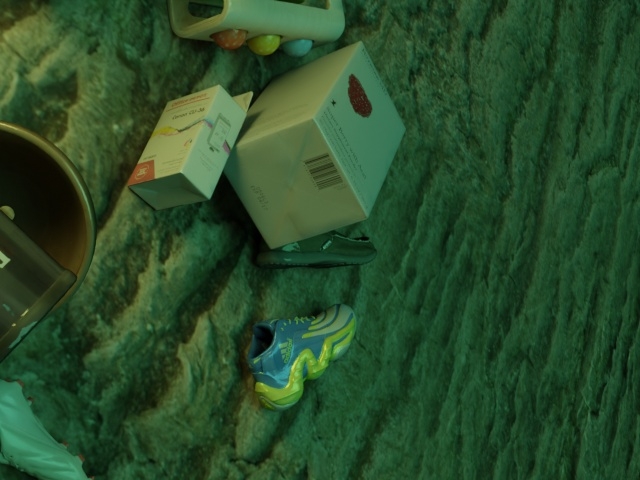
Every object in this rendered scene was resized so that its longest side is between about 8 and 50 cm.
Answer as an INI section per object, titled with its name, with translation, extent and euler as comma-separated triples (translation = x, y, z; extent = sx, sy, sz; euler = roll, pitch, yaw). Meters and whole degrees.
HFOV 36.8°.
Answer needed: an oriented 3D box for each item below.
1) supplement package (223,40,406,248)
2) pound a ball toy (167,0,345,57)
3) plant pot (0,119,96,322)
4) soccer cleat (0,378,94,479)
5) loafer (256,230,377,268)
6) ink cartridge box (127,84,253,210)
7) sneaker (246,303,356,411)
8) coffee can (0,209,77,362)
[supplement package]
translation = -0.004, -0.153, 1.483
extent = 0.177, 0.175, 0.293
euler = 60, 29, -23
[pound a ball toy]
translation = -0.078, -0.358, 1.454
extent = 0.319, 0.208, 0.136
euler = -7, 89, -52
[plant pot]
translation = -0.366, -0.020, 1.084
extent = 0.110, 0.237, 0.237
euler = -112, -175, -79
[soccer cleat]
translation = -0.345, 0.251, 1.142
extent = 0.076, 0.068, 0.196
euler = -46, 112, -38
[loafer]
translation = 0.000, 0.000, 1.577
extent = 0.251, 0.094, 0.087
euler = 1, 83, -49
[ink cartridge box]
translation = -0.181, -0.146, 1.365
extent = 0.067, 0.115, 0.198
euler = 45, 51, -36
[sneaker]
translation = -0.032, 0.151, 1.516
extent = 0.240, 0.091, 0.126
euler = -51, 121, -41
[coffee can]
translation = -0.407, 0.016, 0.930
extent = 0.275, 0.201, 0.201
euler = 44, 49, -11
